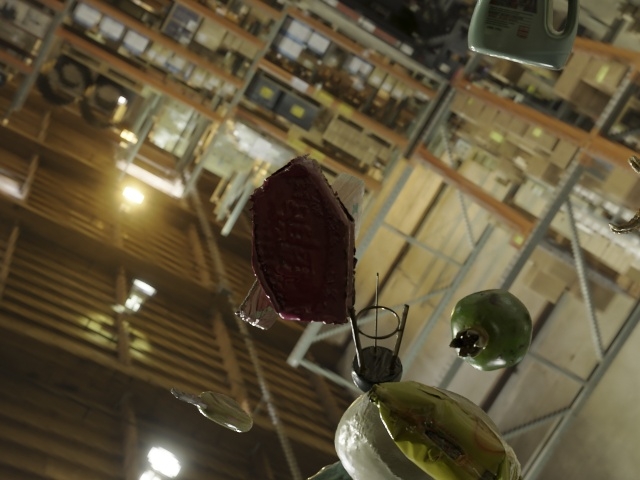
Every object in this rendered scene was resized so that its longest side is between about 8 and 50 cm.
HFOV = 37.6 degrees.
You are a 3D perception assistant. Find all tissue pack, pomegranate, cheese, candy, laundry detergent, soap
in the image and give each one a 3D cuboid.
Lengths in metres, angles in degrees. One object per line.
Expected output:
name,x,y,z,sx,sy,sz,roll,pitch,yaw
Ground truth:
tissue pack,0.000,0.000,2.028,0.071,0.170,0.325,19,-142,18
pomegranate,0.358,0.201,2.046,0.187,0.187,0.225,35,-152,25
cheese,-0.205,0.303,1.730,0.097,0.037,0.192,35,-179,41
candy,0.168,0.360,1.601,0.295,0.295,0.185,28,-135,-14
laundry detergent,0.537,-0.646,2.351,0.264,0.398,0.124,17,-168,17
soap,-0.029,-0.006,1.638,0.182,0.289,0.112,2,-172,9

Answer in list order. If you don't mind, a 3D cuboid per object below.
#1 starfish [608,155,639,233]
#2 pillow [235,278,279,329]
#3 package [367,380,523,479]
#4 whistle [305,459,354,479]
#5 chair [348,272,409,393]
starfish,0.662,-0.100,1.610,0.327,0.375,0.094,1,-126,-1
pillow,-0.100,0.091,2.197,0.049,0.248,0.135,35,-176,35
package,0.157,0.240,1.121,0.226,0.090,0.168,38,-179,18
whistle,0.080,0.621,1.949,0.405,0.168,0.188,59,176,35
chair,0.103,0.172,1.694,0.104,0.222,0.095,1,-143,2
